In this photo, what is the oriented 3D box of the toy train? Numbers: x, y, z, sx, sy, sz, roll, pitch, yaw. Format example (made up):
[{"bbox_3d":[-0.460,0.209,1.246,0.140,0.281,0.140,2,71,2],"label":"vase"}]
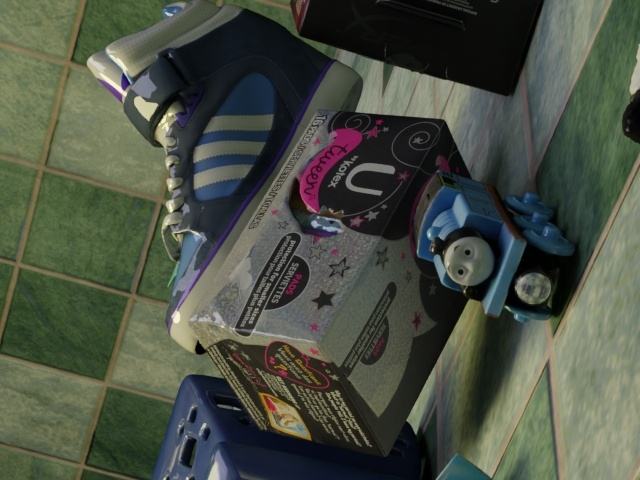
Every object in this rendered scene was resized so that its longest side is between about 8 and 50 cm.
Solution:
[{"bbox_3d":[0.130,0.005,1.368,0.184,0.105,0.080,-97,23,-73],"label":"toy train"}]

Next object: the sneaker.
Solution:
[{"bbox_3d":[-0.128,-0.075,1.613,0.322,0.236,0.130,-61,-10,-22],"label":"sneaker"}]

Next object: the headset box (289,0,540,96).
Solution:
[{"bbox_3d":[0.089,-0.240,1.785,0.293,0.218,0.110,-98,25,-76],"label":"headset box"}]

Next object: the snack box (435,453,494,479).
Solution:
[{"bbox_3d":[0.012,0.316,1.279,0.322,0.060,0.187,-46,-12,-37],"label":"snack box"}]

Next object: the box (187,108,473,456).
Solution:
[{"bbox_3d":[0.027,0.031,1.505,0.247,0.142,0.163,-60,-40,-30],"label":"box"}]

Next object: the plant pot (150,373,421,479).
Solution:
[{"bbox_3d":[-0.032,0.273,1.595,0.212,0.236,0.236,-137,62,-75],"label":"plant pot"}]

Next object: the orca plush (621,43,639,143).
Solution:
[{"bbox_3d":[0.234,-0.194,1.020,0.102,0.151,0.287,13,83,52],"label":"orca plush"}]

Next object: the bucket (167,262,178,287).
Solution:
[{"bbox_3d":[0.000,0.000,1.781,0.281,0.281,0.183,132,155,-75],"label":"bucket"}]
